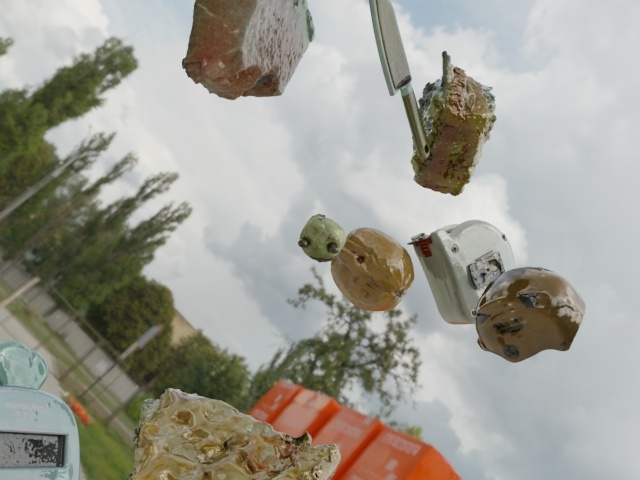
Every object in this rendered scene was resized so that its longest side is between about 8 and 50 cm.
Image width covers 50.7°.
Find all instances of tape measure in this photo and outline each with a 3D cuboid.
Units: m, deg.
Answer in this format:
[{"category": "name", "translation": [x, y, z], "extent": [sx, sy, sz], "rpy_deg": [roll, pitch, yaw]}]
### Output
[{"category": "tape measure", "translation": [0.379, 0.071, 1.727], "extent": [0.130, 0.265, 0.258], "rpy_deg": [-18, -86, 63]}]

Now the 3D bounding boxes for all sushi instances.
[{"category": "sushi", "translation": [0.259, -0.223, 1.329], "extent": [0.139, 0.184, 0.274], "rpy_deg": [13, -44, -6]}]

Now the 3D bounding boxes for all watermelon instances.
[{"category": "watermelon", "translation": [-0.106, -0.375, 1.134], "extent": [0.151, 0.302, 0.264], "rpy_deg": [2, -9, 11]}]

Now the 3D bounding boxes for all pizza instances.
[{"category": "pizza", "translation": [-0.149, 0.398, 1.202], "extent": [0.392, 0.080, 0.435], "rpy_deg": [9, 19, -9]}]

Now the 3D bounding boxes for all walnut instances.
[{"category": "walnut", "translation": [0.125, 0.071, 1.696], "extent": [0.222, 0.195, 0.195], "rpy_deg": [43, -20, 26]}]

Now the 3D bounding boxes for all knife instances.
[{"category": "knife", "translation": [0.137, -0.271, 1.144], "extent": [0.027, 0.061, 0.343], "rpy_deg": [16, -39, 40]}]

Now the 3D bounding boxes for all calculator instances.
[{"category": "calculator", "translation": [-0.320, 0.254, 0.697], "extent": [0.185, 0.041, 0.299], "rpy_deg": [38, 42, -63]}]

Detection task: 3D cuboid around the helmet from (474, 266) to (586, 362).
[{"category": "helmet", "translation": [0.393, 0.126, 1.315], "extent": [0.224, 0.198, 0.130], "rpy_deg": [-11, -62, 36]}]

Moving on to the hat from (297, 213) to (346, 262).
[{"category": "hat", "translation": [0.000, 0.001, 1.166], "extent": [0.077, 0.076, 0.059], "rpy_deg": [30, 20, 5]}]
